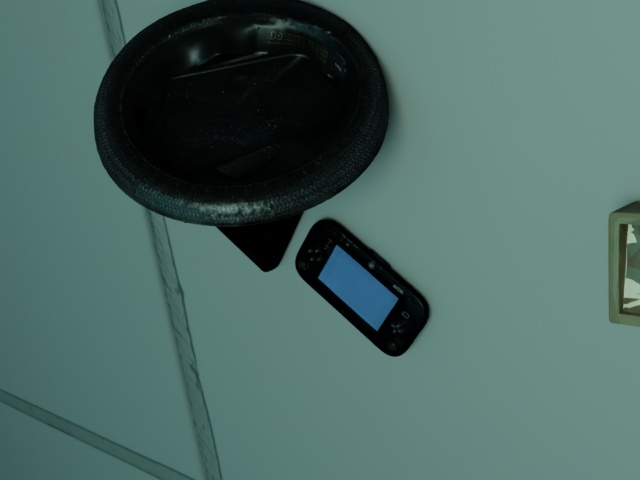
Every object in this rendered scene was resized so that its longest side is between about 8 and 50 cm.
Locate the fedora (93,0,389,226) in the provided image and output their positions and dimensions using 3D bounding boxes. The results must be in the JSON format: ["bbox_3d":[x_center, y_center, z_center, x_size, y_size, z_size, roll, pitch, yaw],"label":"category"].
[{"bbox_3d":[-0.087,-0.130,1.015,0.334,0.334,0.152,41,164,18],"label":"fedora"}]

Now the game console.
[{"bbox_3d":[0.000,0.000,1.148,0.361,0.044,0.213,41,134,17],"label":"game console"}]

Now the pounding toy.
[{"bbox_3d":[0.342,0.035,0.835,0.130,0.100,0.141,6,105,40],"label":"pounding toy"}]
